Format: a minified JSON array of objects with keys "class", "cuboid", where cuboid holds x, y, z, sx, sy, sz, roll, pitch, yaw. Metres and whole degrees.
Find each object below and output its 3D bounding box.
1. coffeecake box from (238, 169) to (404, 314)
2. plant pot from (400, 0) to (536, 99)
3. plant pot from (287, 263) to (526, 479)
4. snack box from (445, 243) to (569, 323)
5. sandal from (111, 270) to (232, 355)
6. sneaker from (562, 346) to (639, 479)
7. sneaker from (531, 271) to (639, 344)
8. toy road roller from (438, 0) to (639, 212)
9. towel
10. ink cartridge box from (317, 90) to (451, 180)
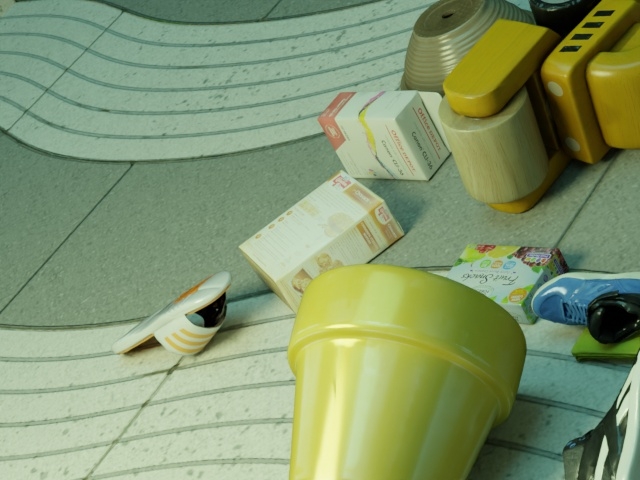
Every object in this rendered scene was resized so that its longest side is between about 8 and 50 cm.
[{"class":"coffeecake box","cuboid":[0.000,0.000,2.200,0.185,0.068,0.142,-37,30,-7]},{"class":"plant pot","cuboid":[0.213,-0.296,2.397,0.237,0.110,0.237,-24,31,16]},{"class":"plant pot","cuboid":[0.074,0.189,1.705,0.254,0.254,0.239,-7,55,37]},{"class":"snack box","cuboid":[0.218,0.052,1.950,0.141,0.037,0.100,2,45,45]},{"class":"sandal","cuboid":[-0.189,0.120,2.210,0.265,0.076,0.102,-31,7,47]},{"class":"sneaker","cuboid":[0.301,0.179,1.602,0.121,0.079,0.217,-19,44,54]},{"class":"sneaker","cuboid":[0.298,0.078,1.779,0.152,0.058,0.084,-6,25,28]},{"class":"toy road roller","cuboid":[0.334,-0.184,2.037,0.240,0.202,0.329,22,58,42]},{"class":"towel","cuboid":[0.393,0.097,1.741,0.237,0.021,0.102,-2,36,43]},{"class":"ink cartridge box","cuboid":[0.104,-0.149,2.275,0.198,0.115,0.067,3,44,46]}]
